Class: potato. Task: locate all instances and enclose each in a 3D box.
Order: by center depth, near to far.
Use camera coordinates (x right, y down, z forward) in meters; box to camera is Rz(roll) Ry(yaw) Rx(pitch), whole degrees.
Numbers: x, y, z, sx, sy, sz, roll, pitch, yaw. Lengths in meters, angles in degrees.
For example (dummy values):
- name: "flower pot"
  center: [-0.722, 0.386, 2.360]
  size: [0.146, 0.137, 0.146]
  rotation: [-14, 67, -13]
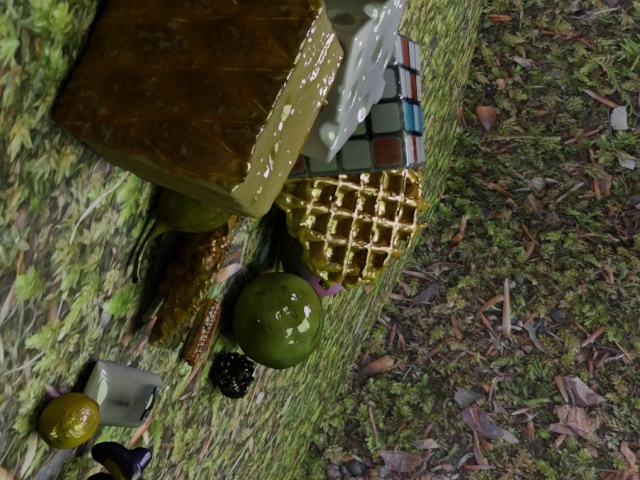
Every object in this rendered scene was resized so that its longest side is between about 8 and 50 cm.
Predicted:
- name: "potato"
  center: [-0.091, 0.184, 2.161]
  size: [0.215, 0.216, 0.304]
  rotation: [-63, 161, -21]

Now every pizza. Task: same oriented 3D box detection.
- name: "pizza"
  center: [-0.212, 0.032, 1.655]
  size: [0.335, 0.086, 0.226]
  rotation: [-65, -171, -11]

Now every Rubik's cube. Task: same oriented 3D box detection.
- name: "Rubik's cube"
  center: [0.053, -0.252, 1.824]
  size: [0.256, 0.259, 0.253]
  rotation: [-21, 108, -74]

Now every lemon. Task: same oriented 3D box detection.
- name: "lemon"
  center: [-0.382, 0.274, 1.452]
  size: [0.111, 0.082, 0.082]
  rotation: [-30, 140, -62]

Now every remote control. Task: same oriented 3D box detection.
- name: "remote control"
  center: [-0.341, 0.275, 1.660]
  size: [0.313, 0.055, 0.109]
  rotation: [52, 61, -74]

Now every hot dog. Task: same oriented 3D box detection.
- name: "hot dog"
  center: [-0.240, 0.186, 1.942]
  size: [0.062, 0.038, 0.144]
  rotation: [30, 82, -76]

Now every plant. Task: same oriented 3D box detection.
- name: "plant"
  center: [-0.194, 0.311, 2.188]
  size: [0.143, 0.095, 0.092]
  rotation: [95, 10, -63]

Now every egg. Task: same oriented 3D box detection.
- name: "egg"
  center: [0.000, 0.000, 2.265]
  size: [0.196, 0.196, 0.271]
  rotation: [-26, 118, -70]

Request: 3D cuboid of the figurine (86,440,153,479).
- name: "figurine"
  center: [-0.395, 0.502, 1.510]
  size: [0.421, 0.193, 0.154]
  rotation: [-47, 158, -46]

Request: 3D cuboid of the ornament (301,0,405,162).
- name: "ornament"
  center: [-0.027, -0.314, 1.538]
  size: [0.239, 0.240, 0.239]
  rotation: [-53, 162, -45]

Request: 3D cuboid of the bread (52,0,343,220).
- name: "bread"
  center: [-0.148, -0.202, 1.251]
  size: [0.207, 0.279, 0.279]
  rotation: [57, 53, -76]

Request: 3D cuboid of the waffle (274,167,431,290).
- name: "waffle"
  center: [0.078, -0.096, 2.142]
  size: [0.379, 0.095, 0.382]
  rotation: [-45, 117, -24]

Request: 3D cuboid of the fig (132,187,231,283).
- name: "fig"
  center: [-0.235, -0.030, 1.556]
  size: [0.236, 0.124, 0.124]
  rotation: [-46, 164, -3]
